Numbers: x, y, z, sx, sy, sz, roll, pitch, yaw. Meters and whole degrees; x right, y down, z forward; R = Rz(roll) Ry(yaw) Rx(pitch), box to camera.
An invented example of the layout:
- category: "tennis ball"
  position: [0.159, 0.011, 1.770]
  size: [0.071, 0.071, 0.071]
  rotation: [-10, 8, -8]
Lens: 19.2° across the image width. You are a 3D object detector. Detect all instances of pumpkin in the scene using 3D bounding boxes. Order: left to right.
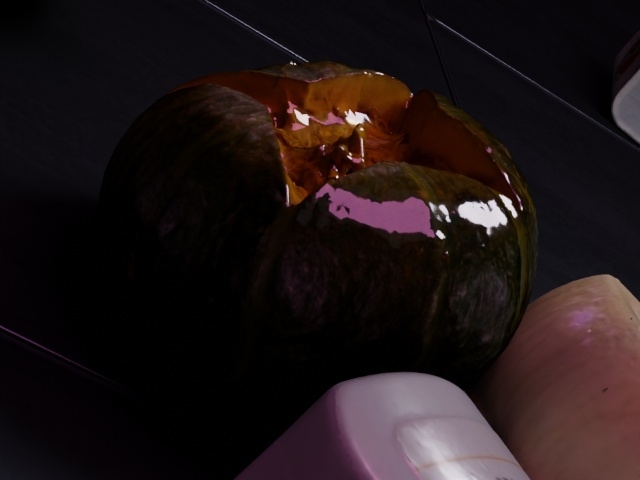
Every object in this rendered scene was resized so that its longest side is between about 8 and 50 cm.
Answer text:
- category: "pumpkin"
  position: [0.000, 0.002, 0.995]
  size: [0.238, 0.159, 0.238]
  rotation: [13, 30, -7]

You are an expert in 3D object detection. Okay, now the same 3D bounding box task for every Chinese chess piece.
- category: "Chinese chess piece"
  position: [0.190, 0.139, 1.036]
  size: [0.257, 0.104, 0.257]
  rotation: [49, 9, -11]

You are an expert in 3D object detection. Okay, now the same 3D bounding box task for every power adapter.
- category: "power adapter"
  position: [0.367, -0.168, 1.876]
  size: [0.125, 0.130, 0.205]
  rotation: [37, 23, -8]

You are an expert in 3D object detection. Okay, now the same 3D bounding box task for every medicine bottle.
- category: "medicine bottle"
  position: [0.098, 0.214, 0.826]
  size: [0.324, 0.124, 0.179]
  rotation: [52, 14, 26]
